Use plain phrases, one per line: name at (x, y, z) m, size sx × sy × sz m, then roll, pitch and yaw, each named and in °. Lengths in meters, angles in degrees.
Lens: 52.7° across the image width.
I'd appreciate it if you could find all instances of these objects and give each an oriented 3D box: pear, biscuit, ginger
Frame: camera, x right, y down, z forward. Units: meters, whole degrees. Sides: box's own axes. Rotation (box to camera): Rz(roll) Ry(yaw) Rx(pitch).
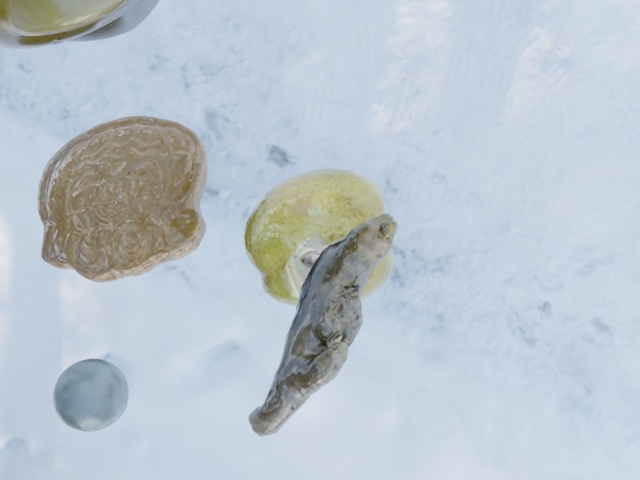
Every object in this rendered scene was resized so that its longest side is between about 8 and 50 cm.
pear at (0.000, 0.000, 1.153) m, size 0.271 × 0.271 × 0.271 m, roll 6°, pitch 116°, yaw 12°
biscuit at (-0.418, -0.096, 1.338) m, size 0.385 × 0.062 × 0.365 m, roll -10°, pitch 67°, yaw 13°
ginger at (0.005, 0.103, 0.860) m, size 0.080 × 0.333 × 0.166 m, roll 35°, pitch 157°, yaw -14°

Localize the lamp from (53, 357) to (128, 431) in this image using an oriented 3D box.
lamp at (-0.325, 0.219, 0.920) m, size 0.105 × 0.105 × 0.105 m, roll 6°, pitch 116°, yaw 12°

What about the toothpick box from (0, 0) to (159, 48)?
toothpick box at (-0.331, -0.424, 0.679) m, size 0.409 × 0.409 × 0.425 m, roll -23°, pitch 111°, yaw 24°
